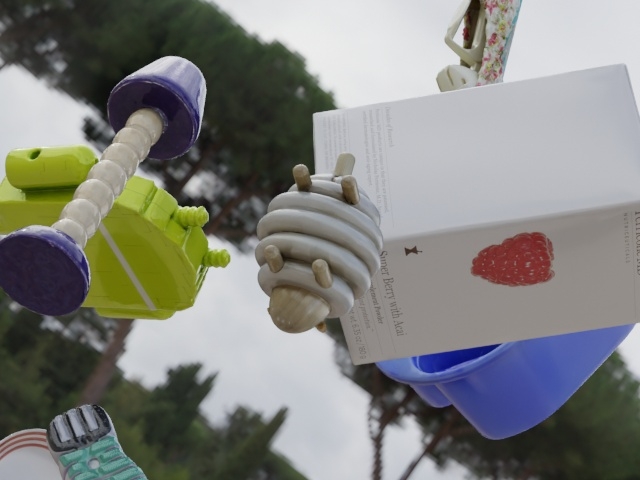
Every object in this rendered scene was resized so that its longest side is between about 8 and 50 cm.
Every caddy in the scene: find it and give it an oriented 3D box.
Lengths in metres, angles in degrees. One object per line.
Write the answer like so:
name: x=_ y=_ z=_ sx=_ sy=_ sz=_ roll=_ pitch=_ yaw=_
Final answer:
caddy: x=0.213 y=0.062 z=1.661 sx=0.241 sy=0.341 sz=0.179 roll=23 pitch=-27 yaw=56

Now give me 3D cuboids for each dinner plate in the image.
dinner plate: x=-0.318 y=0.277 z=1.563 sx=0.017 sy=0.141 sz=0.141 roll=-7 pitch=-48 yaw=51

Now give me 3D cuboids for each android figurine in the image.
android figurine: x=-0.224 y=0.000 z=1.464 sx=0.273 sy=0.056 sz=0.248 roll=-2 pitch=-43 yaw=26

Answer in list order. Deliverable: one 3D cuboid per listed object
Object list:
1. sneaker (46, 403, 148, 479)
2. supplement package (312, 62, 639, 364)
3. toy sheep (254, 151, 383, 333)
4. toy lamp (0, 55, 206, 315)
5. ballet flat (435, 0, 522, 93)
sneaker: x=-0.190 y=0.247 z=1.305 sx=0.223 sy=0.083 sz=0.098 roll=-120 pitch=-167 yaw=-54
supplement package: x=0.153 y=-0.022 z=1.307 sx=0.293 sy=0.175 sz=0.177 roll=-9 pitch=-42 yaw=7
toy sheep: x=0.000 y=0.000 z=0.910 sx=0.091 sy=0.132 sz=0.091 roll=20 pitch=-22 yaw=8
toy lamp: x=-0.153 y=-0.052 z=1.066 sx=0.080 sy=0.274 sz=0.080 roll=11 pitch=-51 yaw=14
ballet flat: x=0.172 y=-0.202 z=1.633 sx=0.077 sy=0.241 sz=0.091 roll=20 pitch=-23 yaw=-19
